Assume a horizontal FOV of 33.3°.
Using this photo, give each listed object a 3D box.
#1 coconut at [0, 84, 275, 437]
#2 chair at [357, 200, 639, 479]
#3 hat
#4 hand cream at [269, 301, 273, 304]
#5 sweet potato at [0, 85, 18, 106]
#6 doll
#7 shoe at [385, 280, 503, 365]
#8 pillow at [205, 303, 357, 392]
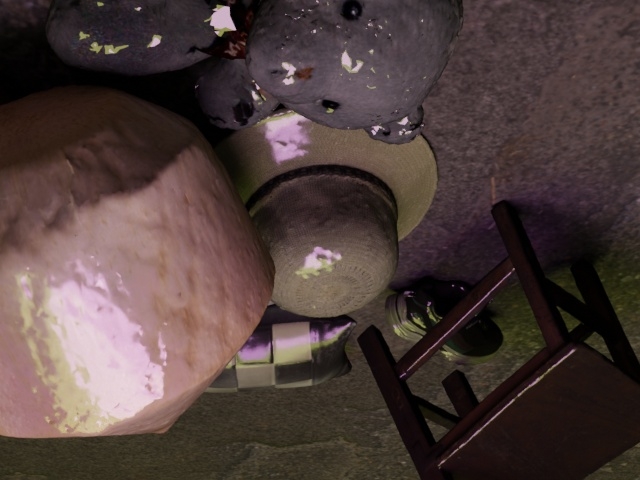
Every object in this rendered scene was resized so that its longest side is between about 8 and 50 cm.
[{"bbox_3d":[-0.189,0.037,0.918,0.329,0.328,0.328,1,148,1],"label":"coconut"},{"bbox_3d":[0.232,0.202,1.079,0.240,0.416,0.203,-42,131,18],"label":"chair"},{"bbox_3d":[0.000,0.000,1.040,0.257,0.130,0.257,-6,141,-5],"label":"hat"},{"bbox_3d":[-0.204,0.039,1.187,0.359,0.118,0.185,-5,144,-5],"label":"hand cream"},{"bbox_3d":[-0.228,-0.088,1.029,0.255,0.058,0.078,22,127,-25],"label":"sweet potato"},{"bbox_3d":[-0.060,-0.159,0.808,0.341,0.158,0.245,4,138,0],"label":"doll"},{"bbox_3d":[0.168,0.089,1.286,0.169,0.071,0.099,21,138,-25],"label":"shoe"},{"bbox_3d":[-0.080,0.132,1.324,0.250,0.106,0.186,-2,156,-3],"label":"pillow"}]
